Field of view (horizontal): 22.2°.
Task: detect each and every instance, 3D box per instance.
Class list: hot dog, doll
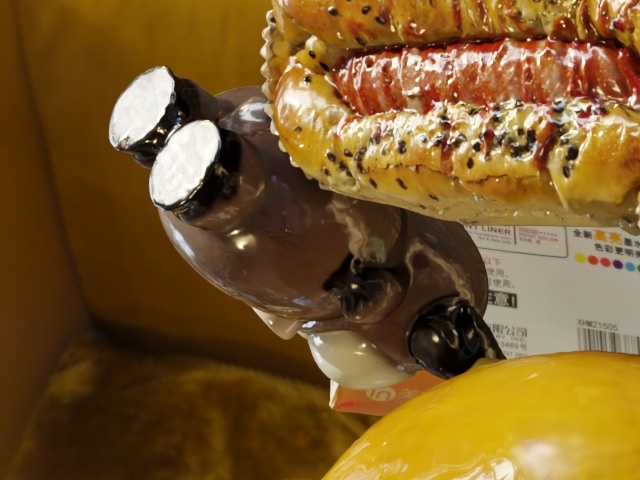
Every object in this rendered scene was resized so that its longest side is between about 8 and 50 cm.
[{"bbox_3d":[0.080,-0.077,0.737,0.268,0.075,0.144,9,101,40],"label":"hot dog"},{"bbox_3d":[0.000,-0.002,0.901,0.257,0.117,0.182,38,-169,-45],"label":"doll"}]

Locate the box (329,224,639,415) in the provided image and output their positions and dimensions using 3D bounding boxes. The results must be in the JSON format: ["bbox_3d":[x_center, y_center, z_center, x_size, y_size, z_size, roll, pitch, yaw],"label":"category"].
[{"bbox_3d":[0.143,0.041,1.318,0.274,0.220,0.091,10,144,-9],"label":"box"}]

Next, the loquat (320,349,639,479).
[{"bbox_3d":[0.121,0.210,0.749,0.328,0.328,0.328,22,134,25],"label":"loquat"}]
